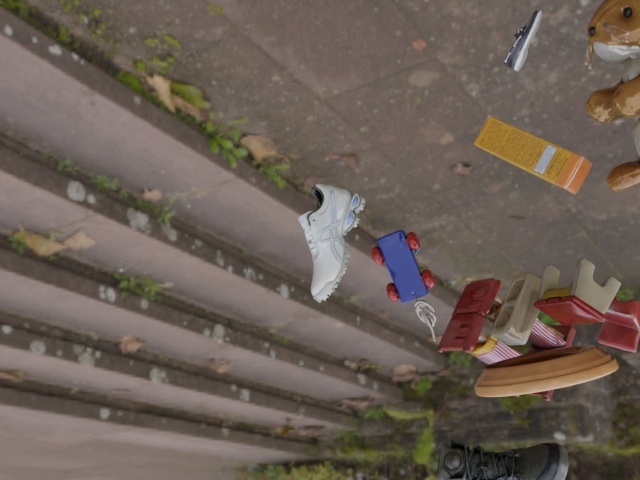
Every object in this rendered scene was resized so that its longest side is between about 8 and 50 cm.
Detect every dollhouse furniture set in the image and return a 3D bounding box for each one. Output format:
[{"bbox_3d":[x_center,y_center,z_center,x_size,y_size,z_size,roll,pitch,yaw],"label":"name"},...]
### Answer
[{"bbox_3d":[0.386,0.166,1.234,0.201,0.152,0.374,30,164,-11],"label":"dollhouse furniture set"}]

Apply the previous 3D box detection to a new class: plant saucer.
[{"bbox_3d":[0.315,0.182,1.023,0.200,0.037,0.200,-13,174,-1],"label":"plant saucer"}]

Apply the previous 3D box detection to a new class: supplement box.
[{"bbox_3d":[0.447,-0.184,1.529,0.233,0.080,0.078,31,-168,33],"label":"supplement box"}]

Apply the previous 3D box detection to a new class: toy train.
[{"bbox_3d":[0.211,0.095,1.599,0.105,0.248,0.143,-23,179,18],"label":"toy train"}]

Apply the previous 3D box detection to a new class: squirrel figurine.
[{"bbox_3d":[0.712,-0.338,1.402,0.397,0.370,0.281,-19,174,2],"label":"squirrel figurine"}]

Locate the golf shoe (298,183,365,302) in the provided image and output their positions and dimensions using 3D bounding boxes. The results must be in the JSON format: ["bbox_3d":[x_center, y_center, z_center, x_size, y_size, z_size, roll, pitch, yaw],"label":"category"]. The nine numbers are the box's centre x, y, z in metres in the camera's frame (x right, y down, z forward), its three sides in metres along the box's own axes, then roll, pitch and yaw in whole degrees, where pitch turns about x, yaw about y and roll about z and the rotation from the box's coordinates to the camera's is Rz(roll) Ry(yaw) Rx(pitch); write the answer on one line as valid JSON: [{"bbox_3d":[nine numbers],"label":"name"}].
[{"bbox_3d":[0.000,0.000,1.022,0.086,0.176,0.069,23,151,-17],"label":"golf shoe"}]

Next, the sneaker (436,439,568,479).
[{"bbox_3d":[0.260,0.348,1.082,0.130,0.087,0.227,28,143,-13],"label":"sneaker"}]

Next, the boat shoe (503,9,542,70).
[{"bbox_3d":[0.407,-0.406,1.451,0.038,0.046,0.125,30,127,20],"label":"boat shoe"}]
